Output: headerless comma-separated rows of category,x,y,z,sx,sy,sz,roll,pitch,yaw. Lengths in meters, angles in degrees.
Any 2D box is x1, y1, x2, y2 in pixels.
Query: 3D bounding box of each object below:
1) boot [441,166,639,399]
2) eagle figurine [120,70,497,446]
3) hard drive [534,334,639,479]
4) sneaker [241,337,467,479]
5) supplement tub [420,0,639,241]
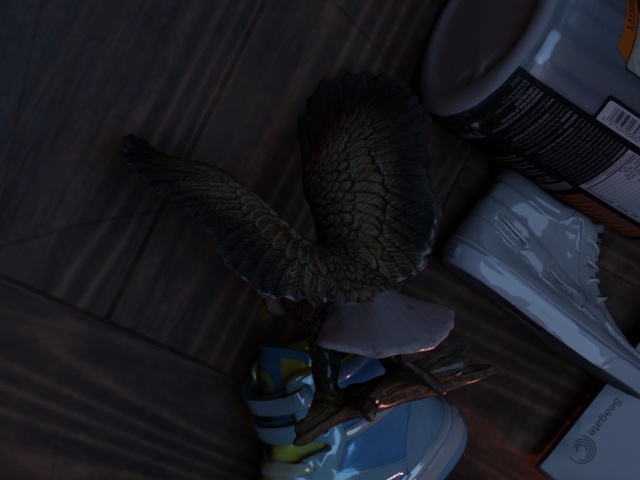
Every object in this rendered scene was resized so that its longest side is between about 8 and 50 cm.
boot,0.245,0.040,1.254,0.258,0.095,0.123,37,83,-16
eagle figurine,-0.008,0.004,1.057,0.225,0.226,0.298,-23,82,24
hard drive,0.425,0.250,1.307,0.353,0.047,0.233,39,82,9
sneaker,-0.033,0.209,1.163,0.319,0.127,0.208,-48,116,-19
supplement tub,0.263,-0.121,1.185,0.316,0.193,0.193,28,89,-26
